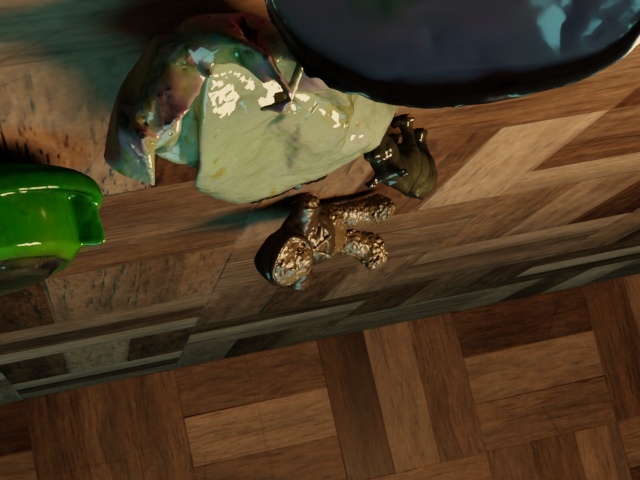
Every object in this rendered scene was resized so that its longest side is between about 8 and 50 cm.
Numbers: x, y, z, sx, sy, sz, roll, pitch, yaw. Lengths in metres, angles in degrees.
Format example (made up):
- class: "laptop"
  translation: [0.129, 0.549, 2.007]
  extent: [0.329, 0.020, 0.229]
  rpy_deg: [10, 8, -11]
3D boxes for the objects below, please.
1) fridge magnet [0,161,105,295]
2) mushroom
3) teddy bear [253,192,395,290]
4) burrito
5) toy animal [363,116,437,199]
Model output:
- class: "fridge magnet"
  translation: [-0.261, -0.005, 0.871]
  extent: [0.208, 0.088, 0.208]
  rpy_deg: [-15, 171, -2]
- class: "mushroom"
  translation: [0.068, -0.135, 0.506]
  extent: [0.188, 0.141, 0.117]
  rpy_deg: [-13, -155, 29]
- class: "teddy bear"
  translation: [-0.004, -0.005, 1.244]
  extent: [0.160, 0.078, 0.119]
  rpy_deg: [-19, 135, -33]
- class: "burrito"
  translation: [-0.042, -0.084, 0.731]
  extent: [0.144, 0.089, 0.229]
  rpy_deg: [-29, 167, 11]
- class: "toy animal"
  translation: [0.063, -0.069, 0.995]
  extent: [0.047, 0.065, 0.135]
  rpy_deg: [-17, 168, 17]
